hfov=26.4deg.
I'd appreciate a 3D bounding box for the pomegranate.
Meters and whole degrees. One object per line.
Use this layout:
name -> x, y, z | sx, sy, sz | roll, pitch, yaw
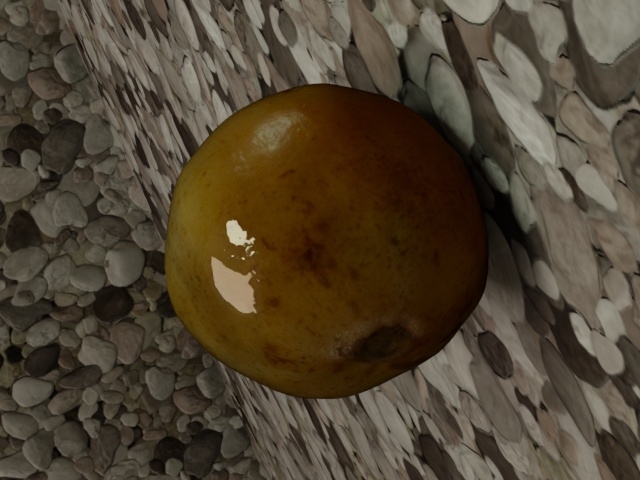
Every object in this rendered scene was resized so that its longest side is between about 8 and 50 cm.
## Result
pomegranate -> 0.000, 0.000, 1.100 | 0.264, 0.264, 0.264 | 58, 166, 24
